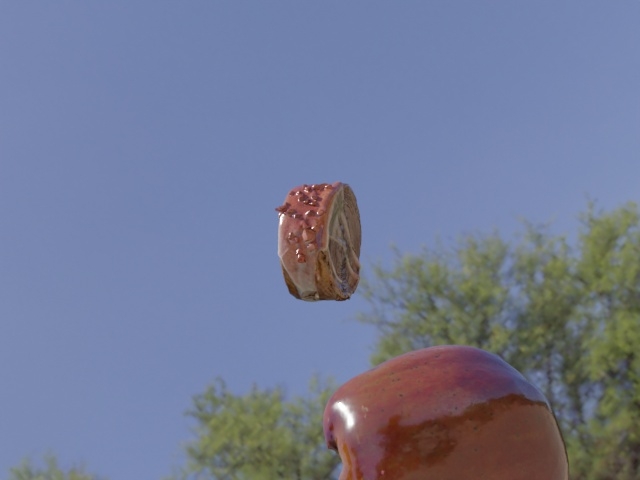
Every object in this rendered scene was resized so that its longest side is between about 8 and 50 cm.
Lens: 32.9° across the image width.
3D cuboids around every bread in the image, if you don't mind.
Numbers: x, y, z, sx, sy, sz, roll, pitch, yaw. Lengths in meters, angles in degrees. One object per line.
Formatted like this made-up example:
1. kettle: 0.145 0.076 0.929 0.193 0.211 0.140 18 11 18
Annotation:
1. bread: 0.000 0.000 1.395 0.160 0.073 0.160 1 -90 -69

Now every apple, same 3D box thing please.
1. apple: 0.191 0.321 1.705 0.365 0.329 0.295 -5 -85 -13
